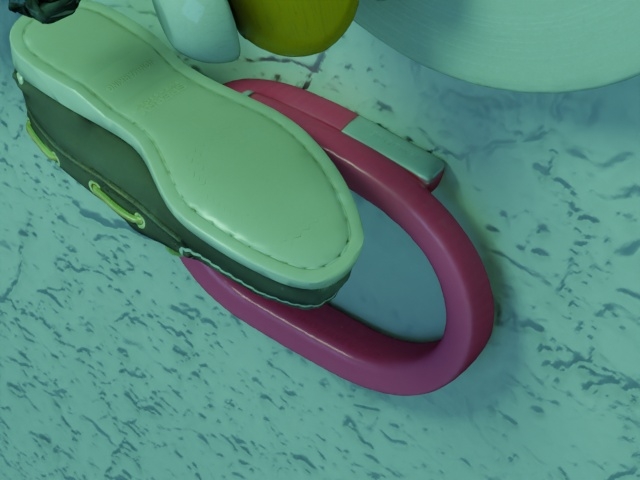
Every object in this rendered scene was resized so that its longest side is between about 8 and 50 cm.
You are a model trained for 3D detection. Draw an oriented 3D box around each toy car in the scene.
[{"bbox_3d":[-0.039,-0.202,1.046,0.136,0.159,0.182,-132,22,-65],"label":"toy car"}]

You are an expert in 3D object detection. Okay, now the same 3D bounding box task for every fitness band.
[{"bbox_3d":[0.000,0.000,1.303,0.291,0.054,0.209,29,134,23],"label":"fitness band"}]

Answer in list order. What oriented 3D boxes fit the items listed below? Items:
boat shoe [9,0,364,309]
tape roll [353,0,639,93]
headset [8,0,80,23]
[{"bbox_3d":[-0.097,-0.049,1.230,0.324,0.116,0.097,37,143,26],"label":"boat shoe"},{"bbox_3d":[0.104,-0.273,1.014,0.392,0.072,0.392,22,131,27],"label":"tape roll"},{"bbox_3d":[-0.290,-0.262,1.263,0.394,0.185,0.243,26,132,23],"label":"headset"}]
